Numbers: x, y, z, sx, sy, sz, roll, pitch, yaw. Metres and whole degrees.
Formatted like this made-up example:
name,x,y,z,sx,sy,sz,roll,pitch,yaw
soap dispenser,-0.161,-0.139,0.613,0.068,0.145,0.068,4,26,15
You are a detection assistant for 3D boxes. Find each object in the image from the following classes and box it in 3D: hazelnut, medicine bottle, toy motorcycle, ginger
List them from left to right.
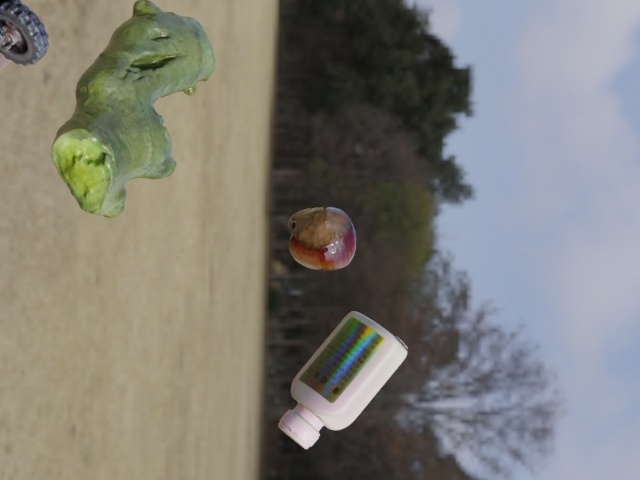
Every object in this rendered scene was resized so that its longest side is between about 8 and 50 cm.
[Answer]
name,x,y,z,sx,sy,sz,roll,pitch,yaw
toy motorcycle,-0.332,-0.244,1.221,0.212,0.118,0.084,56,48,-22
ginger,-0.192,-0.142,1.418,0.089,0.137,0.289,-33,-148,43
hazelnut,0.000,0.000,1.562,0.086,0.086,0.086,180,-90,-87
medicine bottle,0.026,0.220,2.087,0.115,0.219,0.078,32,-12,40
